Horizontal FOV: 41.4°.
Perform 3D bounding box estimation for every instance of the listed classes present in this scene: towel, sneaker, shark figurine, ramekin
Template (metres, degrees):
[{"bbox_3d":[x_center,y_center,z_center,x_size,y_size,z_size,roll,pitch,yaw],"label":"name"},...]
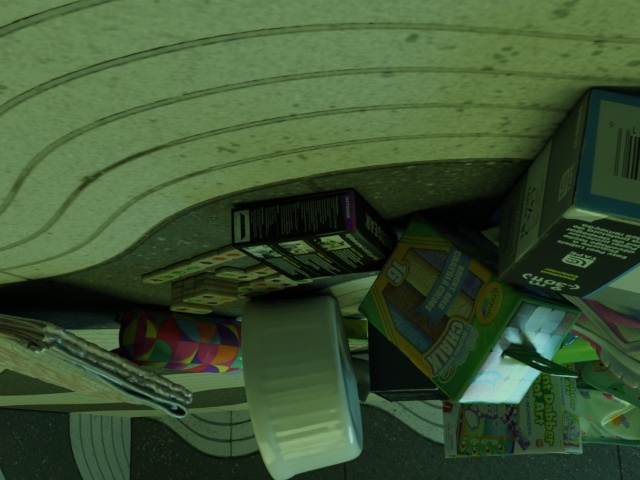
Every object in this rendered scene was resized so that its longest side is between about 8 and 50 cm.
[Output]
[{"bbox_3d":[-0.409,0.188,1.316,0.317,0.053,0.332,4,156,36],"label":"towel"},{"bbox_3d":[0.312,0.057,0.956,0.252,0.111,0.103,35,-148,33],"label":"sneaker"},{"bbox_3d":[0.175,0.291,1.905,0.278,0.116,0.166,6,-162,1],"label":"shark figurine"},{"bbox_3d":[-0.022,0.214,1.287,0.135,0.277,0.277,-11,164,6],"label":"ramekin"}]

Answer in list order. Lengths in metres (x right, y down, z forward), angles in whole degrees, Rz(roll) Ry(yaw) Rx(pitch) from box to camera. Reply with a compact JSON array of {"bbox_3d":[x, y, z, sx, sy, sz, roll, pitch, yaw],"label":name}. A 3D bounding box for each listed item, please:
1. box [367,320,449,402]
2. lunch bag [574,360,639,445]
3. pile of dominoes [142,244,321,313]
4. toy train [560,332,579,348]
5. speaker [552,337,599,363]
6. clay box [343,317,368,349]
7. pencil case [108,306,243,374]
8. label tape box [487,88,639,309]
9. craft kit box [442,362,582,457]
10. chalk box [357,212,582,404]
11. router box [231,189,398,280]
[{"bbox_3d":[0.146,0.180,1.387,0.108,0.153,0.207,-5,163,13],"label":"box"},{"bbox_3d":[0.517,0.212,1.383,0.223,0.160,0.262,-42,180,-20],"label":"lunch bag"},{"bbox_3d":[-0.100,0.059,1.132,0.196,0.040,0.251,12,160,-41],"label":"pile of dominoes"},{"bbox_3d":[0.234,0.087,1.164,0.248,0.105,0.143,15,-178,34],"label":"toy train"},{"bbox_3d":[0.337,0.126,1.264,0.296,0.131,0.131,-14,160,37],"label":"speaker"},{"bbox_3d":[-0.010,0.176,1.539,0.127,0.053,0.222,8,161,-31],"label":"clay box"},{"bbox_3d":[-0.225,0.170,1.409,0.236,0.104,0.104,13,159,-39],"label":"pencil case"},{"bbox_3d":[0.296,0.001,0.762,0.240,0.106,0.334,11,164,1],"label":"label tape box"},{"bbox_3d":[0.307,0.232,1.411,0.061,0.250,0.246,14,158,-40],"label":"craft kit box"},{"bbox_3d":[0.171,0.087,0.894,0.132,0.132,0.213,15,-159,-45],"label":"chalk box"},{"bbox_3d":[0.000,0.000,0.916,0.133,0.046,0.179,-7,164,17],"label":"router box"}]
